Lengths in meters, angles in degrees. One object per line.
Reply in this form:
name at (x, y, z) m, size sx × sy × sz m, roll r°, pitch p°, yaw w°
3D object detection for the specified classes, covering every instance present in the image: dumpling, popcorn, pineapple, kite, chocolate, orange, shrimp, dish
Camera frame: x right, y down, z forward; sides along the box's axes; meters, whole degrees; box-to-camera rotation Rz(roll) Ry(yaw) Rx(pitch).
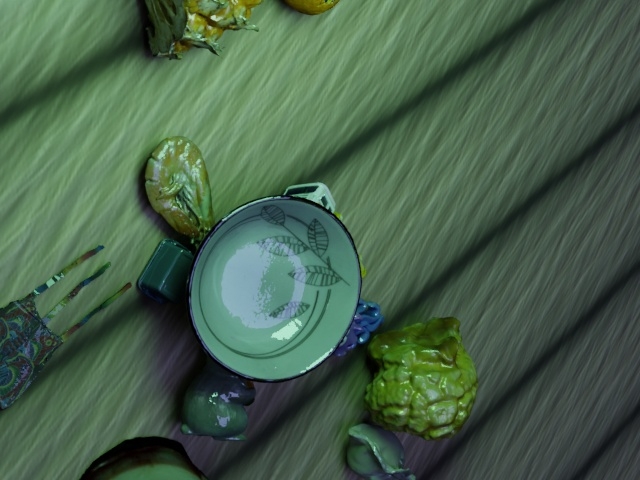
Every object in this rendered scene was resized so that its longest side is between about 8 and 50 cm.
dumpling at (0.116, 0.425, 2.150) m, size 0.108 × 0.127 × 0.188 m, roll -44°, pitch 132°, yaw -3°
popcorn at (0.199, 0.258, 2.144) m, size 0.237 × 0.206 × 0.251 m, roll 21°, pitch 74°, yaw -28°
pineapple at (-0.121, -0.455, 1.670) m, size 0.286 × 0.209 × 0.344 m, roll -20°, pitch 112°, yaw -37°
kite at (-0.414, 0.120, 1.683) m, size 0.285 × 0.015 × 0.152 m, roll -40°, pitch 127°, yaw -25°
chocolate at (-0.260, 0.477, 1.789) m, size 0.283 × 0.186 × 0.283 m, roll -12°, pitch 108°, yaw -40°
orange at (-0.014, -0.443, 1.831) m, size 0.135 × 0.117 × 0.135 m, roll -35°, pitch 165°, yaw -11°
shrimp at (-0.222, -0.064, 1.785) m, size 0.115 × 0.051 × 0.217 m, roll -28°, pitch 119°, yaw -27°
dish at (-0.091, 0.073, 1.826) m, size 0.316 × 0.106 × 0.316 m, roll -5°, pitch 100°, yaw -30°

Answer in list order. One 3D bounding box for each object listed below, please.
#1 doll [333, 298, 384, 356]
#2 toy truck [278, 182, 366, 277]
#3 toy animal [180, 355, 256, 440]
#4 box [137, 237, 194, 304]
doll at (0.059, 0.158, 2.081) m, size 0.206 × 0.067 × 0.110 m, roll -13°, pitch 118°, yaw -50°
toy truck at (0.000, 0.000, 1.961) m, size 0.227 × 0.098 × 0.114 m, roll 62°, pitch 35°, yaw -34°
toy animal at (-0.161, 0.223, 1.867) m, size 0.138 × 0.108 × 0.236 m, roll 5°, pitch 96°, yaw -42°
box at (-0.238, 0.054, 1.793) m, size 0.074 × 0.054 × 0.099 m, roll 39°, pitch 75°, yaw -38°
